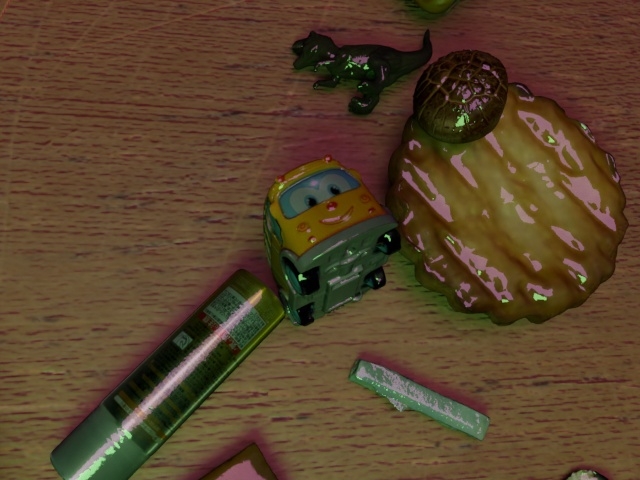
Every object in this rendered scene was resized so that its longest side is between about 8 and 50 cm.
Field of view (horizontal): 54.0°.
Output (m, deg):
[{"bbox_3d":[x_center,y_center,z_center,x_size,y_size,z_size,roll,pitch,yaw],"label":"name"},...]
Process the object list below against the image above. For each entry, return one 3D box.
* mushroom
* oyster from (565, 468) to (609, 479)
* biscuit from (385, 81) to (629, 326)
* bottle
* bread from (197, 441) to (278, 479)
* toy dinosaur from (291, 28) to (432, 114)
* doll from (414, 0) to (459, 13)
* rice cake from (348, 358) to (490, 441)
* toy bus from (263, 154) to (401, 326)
[{"bbox_3d":[0.170,-0.174,0.753,0.109,0.085,0.126,6,63,-8],"label":"mushroom"},{"bbox_3d":[0.342,0.344,0.755,0.146,0.045,0.121,15,75,2],"label":"oyster"},{"bbox_3d":[0.233,-0.048,0.819,0.326,0.107,0.325,3,75,-10],"label":"biscuit"},{"bbox_3d":[-0.163,0.156,0.699,0.082,0.082,0.286,44,71,4],"label":"bottle"},{"bbox_3d":[-0.145,0.317,0.674,0.226,0.049,0.088,-30,81,-16],"label":"bread"},{"bbox_3d":[0.063,-0.272,0.864,0.187,0.087,0.179,23,73,-4],"label":"toy dinosaur"},{"bbox_3d":[0.145,-0.451,0.896,0.167,0.162,0.269,-43,75,-4],"label":"doll"},{"bbox_3d":[0.120,0.196,0.766,0.180,0.030,0.042,25,75,-1],"label":"rice cake"},{"bbox_3d":[0.000,0.000,0.714,0.126,0.209,0.136,-25,69,-15],"label":"toy bus"}]
